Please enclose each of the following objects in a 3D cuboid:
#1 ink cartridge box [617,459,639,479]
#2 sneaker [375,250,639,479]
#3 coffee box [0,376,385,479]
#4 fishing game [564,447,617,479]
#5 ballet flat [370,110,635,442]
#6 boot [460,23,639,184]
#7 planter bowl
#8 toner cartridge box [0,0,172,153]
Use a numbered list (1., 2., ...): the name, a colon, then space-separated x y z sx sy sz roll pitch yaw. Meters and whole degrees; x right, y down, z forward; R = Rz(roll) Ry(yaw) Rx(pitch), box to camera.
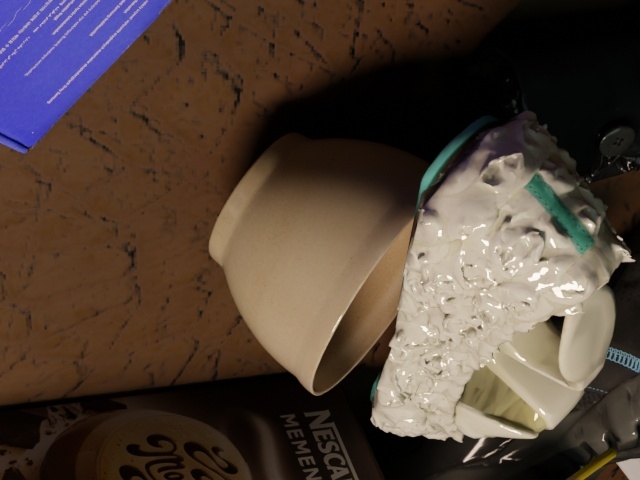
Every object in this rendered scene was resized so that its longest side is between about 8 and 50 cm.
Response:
1. ink cartridge box: 0.383 0.118 1.515 0.304 0.072 0.307 -33 141 6
2. sneaker: 0.159 0.126 1.379 0.341 0.139 0.125 -27 153 30
3. coffee box: -0.109 0.202 1.278 0.297 0.168 0.119 -5 135 -23
4. fishing game: 0.120 0.242 1.314 0.189 0.041 0.264 -24 159 -42
5. ballet flat: 0.111 0.062 1.160 0.147 0.147 0.409 -19 161 -7
6. boot: 0.202 -0.118 1.158 0.207 0.094 0.246 -11 143 -21
7. planter bowl: 0.000 0.000 1.144 0.162 0.109 0.162 -52 168 -16
8. toner cartridge box: -0.099 -0.209 0.904 0.348 0.075 0.165 -44 143 14
